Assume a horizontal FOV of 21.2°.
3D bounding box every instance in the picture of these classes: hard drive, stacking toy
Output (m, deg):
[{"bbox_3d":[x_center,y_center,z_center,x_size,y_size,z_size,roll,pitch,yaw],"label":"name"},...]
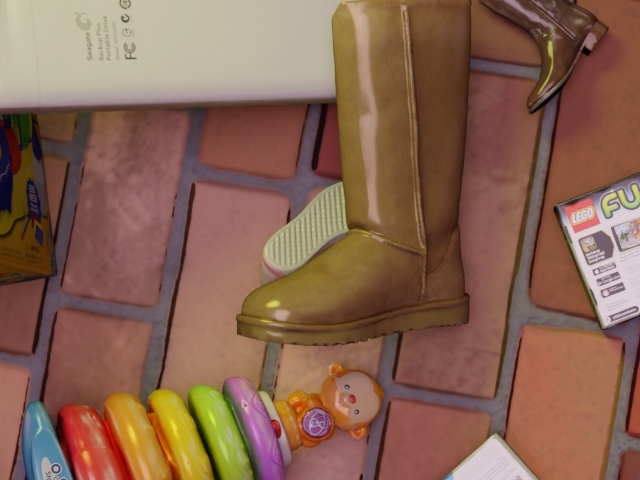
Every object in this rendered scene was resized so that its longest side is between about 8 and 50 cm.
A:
[{"bbox_3d":[-0.105,-0.225,1.396,0.353,0.047,0.233,-4,84,-24],"label":"hard drive"},{"bbox_3d":[-0.086,0.176,1.410,0.302,0.166,0.175,-19,81,-11],"label":"stacking toy"}]

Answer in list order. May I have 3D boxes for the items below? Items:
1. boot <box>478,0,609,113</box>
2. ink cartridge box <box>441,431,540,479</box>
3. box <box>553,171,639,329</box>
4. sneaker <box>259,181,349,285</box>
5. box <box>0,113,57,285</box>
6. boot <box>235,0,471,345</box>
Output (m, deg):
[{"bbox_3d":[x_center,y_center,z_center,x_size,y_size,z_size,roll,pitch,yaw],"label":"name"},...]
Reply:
[{"bbox_3d":[0.171,-0.178,1.452,0.114,0.037,0.106,39,77,4],"label":"boot"},{"bbox_3d":[0.166,0.258,1.405,0.104,0.060,0.180,-41,82,1],"label":"ink cartridge box"},{"bbox_3d":[0.311,-0.014,1.425,0.207,0.036,0.114,-21,83,4],"label":"box"},{"bbox_3d":[0.000,0.000,1.455,0.134,0.070,0.051,-34,72,-27],"label":"sneaker"},{"bbox_3d":[-0.348,-0.102,1.372,0.177,0.290,0.279,-9,85,5],"label":"box"},{"bbox_3d":[0.027,-0.059,1.373,0.089,0.236,0.269,5,99,48],"label":"boot"}]
